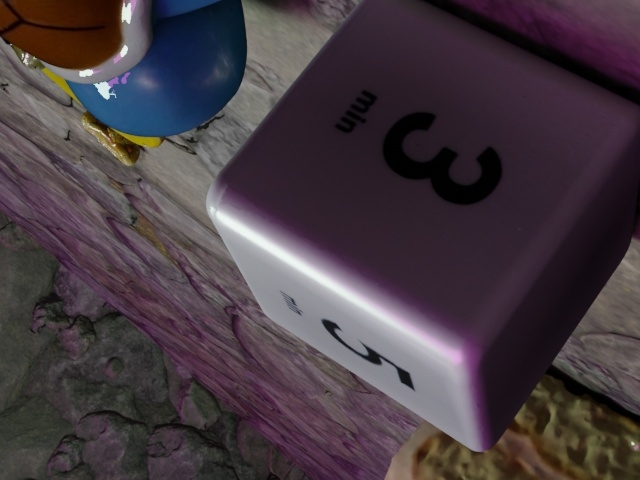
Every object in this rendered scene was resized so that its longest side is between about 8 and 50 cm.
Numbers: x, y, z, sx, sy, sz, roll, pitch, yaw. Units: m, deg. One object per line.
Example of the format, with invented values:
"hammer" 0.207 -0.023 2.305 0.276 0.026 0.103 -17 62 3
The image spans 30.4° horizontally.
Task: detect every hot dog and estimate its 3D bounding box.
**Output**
"hot dog" -0.256 -0.130 1.465 0.090 0.030 0.034 44 155 -24

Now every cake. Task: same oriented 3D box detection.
"cake" 0.209 0.323 1.225 0.293 0.306 0.314 32 164 27

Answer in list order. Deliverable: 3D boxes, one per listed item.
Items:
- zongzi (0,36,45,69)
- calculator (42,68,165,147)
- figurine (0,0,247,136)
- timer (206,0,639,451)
"zongzi" -0.282 -0.275 1.067 0.189 0.081 0.178 48 146 14
"calculator" -0.265 -0.185 1.317 0.235 0.032 0.146 43 164 -28
"figurine" -0.167 -0.219 0.726 0.298 0.243 0.416 16 176 34
"timer" 0.073 -0.011 0.755 0.195 0.192 0.194 31 164 22
